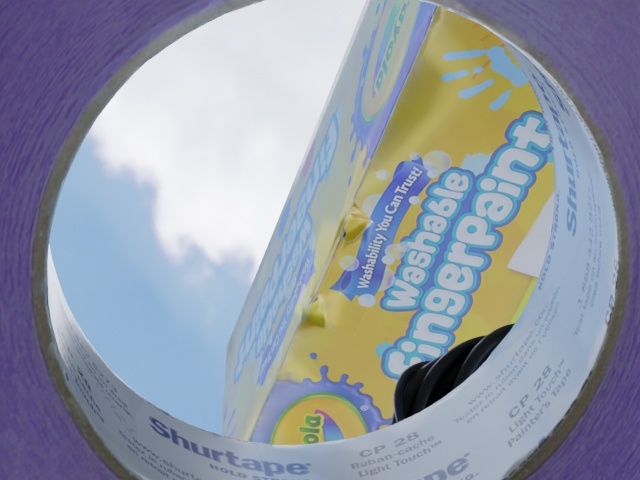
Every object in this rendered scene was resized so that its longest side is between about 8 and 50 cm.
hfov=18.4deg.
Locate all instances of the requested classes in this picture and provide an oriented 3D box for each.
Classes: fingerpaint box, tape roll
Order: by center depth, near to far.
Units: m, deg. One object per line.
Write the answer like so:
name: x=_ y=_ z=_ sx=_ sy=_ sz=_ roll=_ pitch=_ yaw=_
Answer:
tape roll: x=0.000 y=0.000 z=0.653 sx=0.275 sy=0.275 sz=0.090 roll=-23 pitch=-162 yaw=0
fingerpaint box: x=0.172 y=0.007 z=1.270 sx=0.371 sy=0.445 sz=0.163 roll=13 pitch=-140 yaw=-12

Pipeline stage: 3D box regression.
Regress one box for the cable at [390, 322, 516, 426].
cable: x=0.114 y=0.109 z=0.903 sx=0.150 sy=0.184 sz=0.047 roll=-53 pitch=-168 yaw=2
